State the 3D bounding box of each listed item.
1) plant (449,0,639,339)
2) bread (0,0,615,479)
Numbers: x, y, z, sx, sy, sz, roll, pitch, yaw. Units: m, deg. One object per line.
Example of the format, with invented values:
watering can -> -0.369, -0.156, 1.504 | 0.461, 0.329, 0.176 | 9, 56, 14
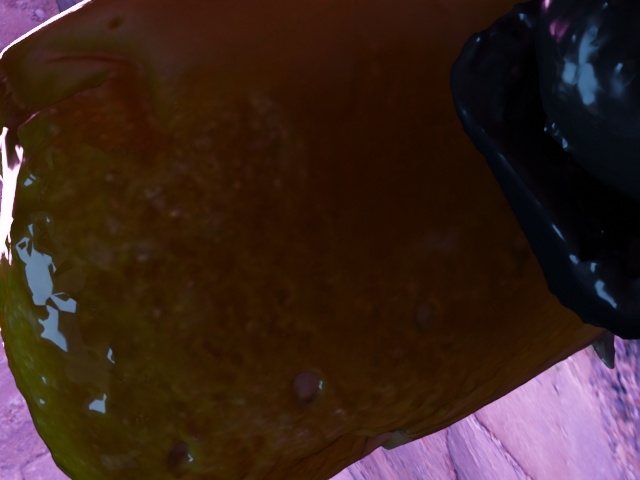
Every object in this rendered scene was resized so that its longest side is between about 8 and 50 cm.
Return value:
plant -> 0.151, -0.043, 0.649 | 0.164, 0.142, 0.256 | 58, 171, 29
bread -> 0.000, 0.000, 0.840 | 0.250, 0.394, 0.361 | 20, 134, 55
